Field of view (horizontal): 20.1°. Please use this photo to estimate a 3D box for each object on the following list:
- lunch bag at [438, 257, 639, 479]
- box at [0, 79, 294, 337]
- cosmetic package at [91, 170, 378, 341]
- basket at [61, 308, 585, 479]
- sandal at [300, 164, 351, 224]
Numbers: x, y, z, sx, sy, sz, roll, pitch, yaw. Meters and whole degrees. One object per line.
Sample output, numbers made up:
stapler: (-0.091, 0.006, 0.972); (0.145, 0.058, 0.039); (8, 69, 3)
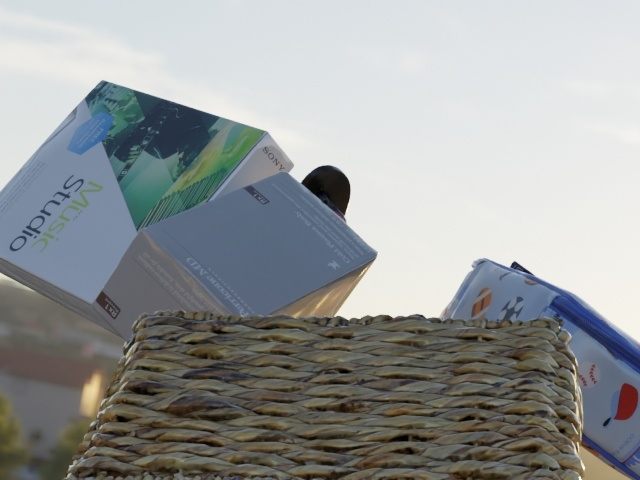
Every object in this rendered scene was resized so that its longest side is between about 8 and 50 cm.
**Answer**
lunch bag: (0.243, 0.128, 1.673); (0.243, 0.115, 0.303); (34, 1, -18)
box: (-0.199, -0.037, 1.792); (0.322, 0.232, 0.058); (21, -23, 50)
cosmetic package: (-0.070, 0.035, 1.550); (0.127, 0.107, 0.238); (42, 27, 12)
basket: (0.009, 0.181, 1.096); (0.299, 0.213, 0.223); (1, 25, 6)
sandal: (0.000, 0.000, 1.891); (0.067, 0.179, 0.040); (-9, 39, -28)
